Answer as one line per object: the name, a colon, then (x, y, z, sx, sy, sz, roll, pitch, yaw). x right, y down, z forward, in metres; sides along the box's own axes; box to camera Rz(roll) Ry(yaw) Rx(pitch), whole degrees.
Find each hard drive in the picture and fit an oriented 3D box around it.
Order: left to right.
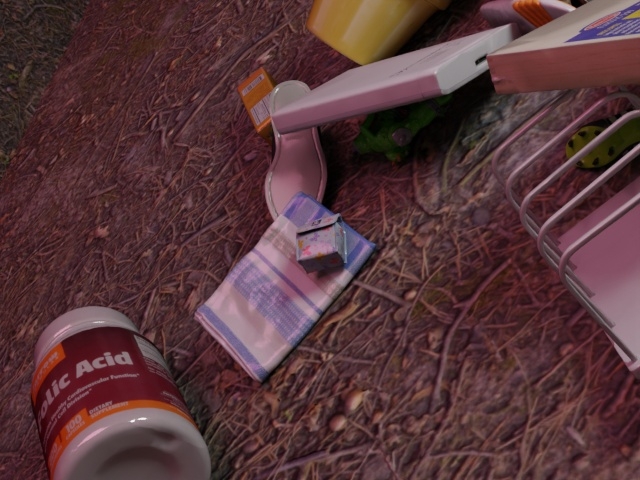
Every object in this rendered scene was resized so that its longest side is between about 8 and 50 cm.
hard drive: (0.116, -0.255, 1.469, 0.353, 0.047, 0.233, -5, 23, 46)

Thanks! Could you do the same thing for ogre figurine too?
ogre figurine: (0.121, -0.191, 1.496, 0.197, 0.096, 0.118, 16, 57, 43)

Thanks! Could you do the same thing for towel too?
towel: (-0.063, 0.068, 1.462, 0.285, 0.034, 0.209, -49, 46, -1)

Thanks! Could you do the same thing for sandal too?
sandal: (0.339, -0.356, 1.397, 0.076, 0.102, 0.265, -50, 29, -3)

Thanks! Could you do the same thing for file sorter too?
file sorter: (0.321, -0.033, 0.969, 0.193, 0.173, 0.277, -40, 23, 15)

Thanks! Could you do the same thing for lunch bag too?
lunch bag: (0.000, 0.000, 1.407, 0.071, 0.053, 0.083, -14, 52, 18)

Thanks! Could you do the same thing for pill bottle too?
pill bottle: (-0.328, 0.268, 1.430, 0.224, 0.224, 0.392, -48, 32, 1)

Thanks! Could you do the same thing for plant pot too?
plant pot: (0.102, -0.451, 1.675, 0.239, 0.254, 0.254, -59, 29, 16)

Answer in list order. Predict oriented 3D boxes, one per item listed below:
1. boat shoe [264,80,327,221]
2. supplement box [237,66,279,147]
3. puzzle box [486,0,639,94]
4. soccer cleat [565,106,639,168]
boat shoe: (-0.037, -0.137, 1.628, 0.115, 0.091, 0.302, -2, 65, 9)
supplement box: (-0.102, -0.265, 1.858, 0.080, 0.078, 0.233, -38, 34, 11)
puzzle box: (0.424, -0.271, 1.068, 0.409, 0.052, 0.272, -31, 22, -31)
soccer cleat: (0.388, -0.137, 1.155, 0.179, 0.072, 0.060, -29, 78, 55)
